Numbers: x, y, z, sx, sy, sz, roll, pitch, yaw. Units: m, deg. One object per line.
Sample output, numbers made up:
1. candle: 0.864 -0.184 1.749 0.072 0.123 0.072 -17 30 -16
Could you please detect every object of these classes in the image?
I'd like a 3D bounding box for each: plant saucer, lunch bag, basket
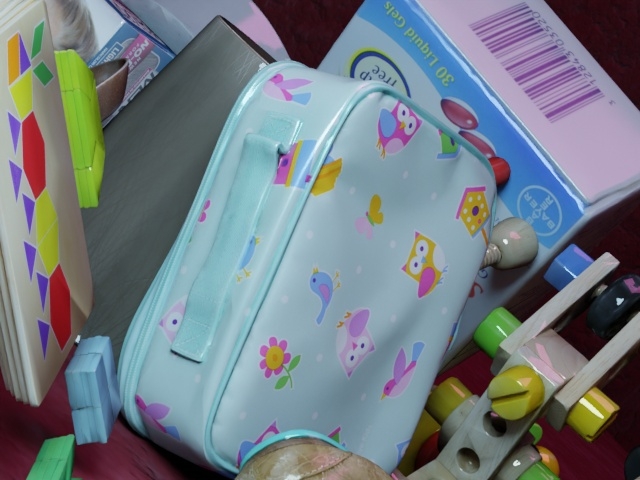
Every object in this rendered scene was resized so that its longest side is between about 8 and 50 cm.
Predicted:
1. plant saucer: -0.208 -0.081 1.173 0.029 0.168 0.168 62 0 -16
2. lunch bag: -0.006 0.026 1.065 0.108 0.279 0.224 17 -7 41
3. basket: -0.099 -0.036 1.169 0.154 0.227 0.204 38 8 -29

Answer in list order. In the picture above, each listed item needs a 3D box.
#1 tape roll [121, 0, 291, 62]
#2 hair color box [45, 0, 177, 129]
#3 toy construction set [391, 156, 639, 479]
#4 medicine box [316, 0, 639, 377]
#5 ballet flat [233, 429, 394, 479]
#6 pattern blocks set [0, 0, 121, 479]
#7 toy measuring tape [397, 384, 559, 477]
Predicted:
1. tape roll: -0.108 -0.123 1.413 0.219 0.072 0.219 36 -39 36
2. hair color box: -0.298 -0.206 1.365 0.347 0.174 0.105 44 5 24
3. toy construction set: 0.114 0.108 1.203 0.237 0.257 0.309 -21 83 -43
4. medicine box: 0.115 -0.065 1.419 0.149 0.289 0.263 -27 73 -42
5. ballet flat: 0.077 0.233 1.028 0.342 0.116 0.124 36 28 -40
6. pattern blocks set: -0.146 -0.028 0.781 0.285 0.026 0.325 -66 150 -78
7. toy measuring tape: 0.049 0.171 1.403 0.330 0.121 0.121 18 10 -9
